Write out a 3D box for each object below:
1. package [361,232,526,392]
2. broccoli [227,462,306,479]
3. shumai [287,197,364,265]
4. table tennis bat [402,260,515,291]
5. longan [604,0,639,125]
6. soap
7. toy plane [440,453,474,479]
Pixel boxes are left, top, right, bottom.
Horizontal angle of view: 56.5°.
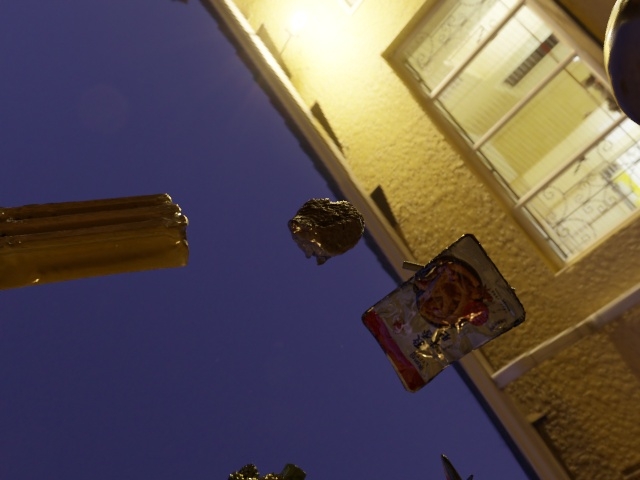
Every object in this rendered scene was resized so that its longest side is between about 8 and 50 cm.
[{"bbox_3d":[0.183,0.117,0.918,0.030,0.239,0.154,-1,-126,-52],"label":"package"},{"bbox_3d":[-0.103,0.570,1.305,0.220,0.194,0.194,34,-151,10],"label":"broccoli"},{"bbox_3d":[0.004,0.001,1.603,0.184,0.185,0.218,26,-145,12],"label":"shumai"},{"bbox_3d":[0.366,0.099,1.589,0.301,0.022,0.173,13,-179,26],"label":"table tennis bat"},{"bbox_3d":[0.552,-0.292,0.841,0.297,0.297,0.297,30,-147,-22],"label":"longan"},{"bbox_3d":[-0.400,-0.006,1.032,0.315,0.091,0.199,-7,-156,-26],"label":"soap"},{"bbox_3d":[0.358,0.624,1.364,0.223,0.104,0.326,5,-139,-26],"label":"toy plane"}]
